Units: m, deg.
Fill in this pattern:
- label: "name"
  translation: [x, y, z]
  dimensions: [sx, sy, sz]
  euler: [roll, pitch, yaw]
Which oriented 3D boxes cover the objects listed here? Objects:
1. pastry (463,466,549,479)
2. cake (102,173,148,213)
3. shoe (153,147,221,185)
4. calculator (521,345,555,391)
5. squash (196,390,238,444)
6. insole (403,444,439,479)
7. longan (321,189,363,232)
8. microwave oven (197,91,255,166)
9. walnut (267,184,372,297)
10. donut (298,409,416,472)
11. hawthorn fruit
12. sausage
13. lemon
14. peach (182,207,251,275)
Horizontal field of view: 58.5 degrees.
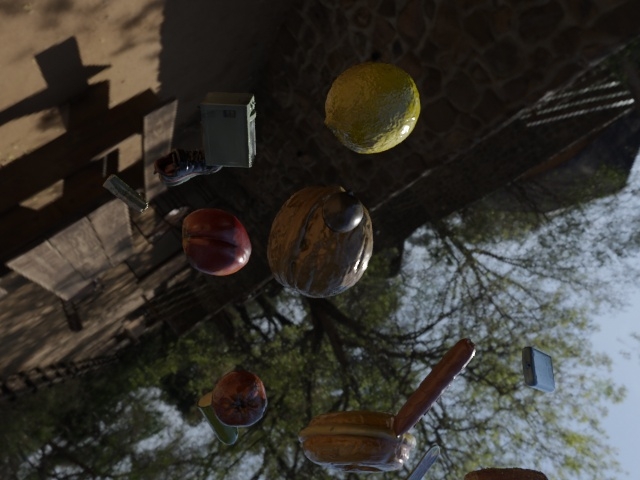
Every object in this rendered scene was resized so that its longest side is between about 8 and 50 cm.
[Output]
- label: "pastry"
  translation: [0.508, 0.646, 1.476]
  dimensions: [0.102, 0.265, 0.112]
  euler: [-89, -161, -47]
- label: "cake"
  translation: [-0.575, -0.137, 1.694]
  dimensions: [0.051, 0.140, 0.055]
  euler: [-51, -160, -6]
- label: "shoe"
  translation: [-0.485, -0.295, 2.095]
  dimensions: [0.291, 0.114, 0.137]
  euler: [-18, 162, 10]
- label: "calculator"
  translation: [0.661, 0.392, 1.734]
  dimensions: [0.039, 0.121, 0.210]
  euler: [-18, 152, 36]
- label: "squash"
  translation: [-0.337, 0.607, 1.933]
  dimensions: [0.095, 0.188, 0.095]
  euler: [-21, -164, 7]
- label: "insole"
  translation: [0.177, 0.487, 1.135]
  dimensions: [0.193, 0.065, 0.006]
  euler: [-48, -137, -11]
- label: "longan"
  translation: [0.056, -0.074, 1.421]
  dimensions: [0.113, 0.113, 0.092]
  euler: [-37, -156, -20]
- label: "microwave oven"
  translation: [-0.281, -0.346, 1.772]
  dimensions: [0.163, 0.204, 0.129]
  euler: [5, -148, 3]
- label: "walnut"
  translation: [0.000, 0.000, 1.638]
  dimensions: [0.333, 0.332, 0.333]
  euler: [-36, -179, 1]
- label: "donut"
  translation: [0.137, 0.766, 2.175]
  dimensions: [0.449, 0.449, 0.198]
  euler: [-35, -138, 49]
- label: "hawthorn fruit"
  translation: [-0.240, 0.465, 1.695]
  dimensions: [0.173, 0.173, 0.173]
  euler: [-36, -179, 1]
- label: "sausage"
  translation: [0.388, 0.513, 1.989]
  dimensions: [0.433, 0.088, 0.088]
  euler: [-52, -179, 2]
- label: "lemon"
  translation: [0.162, -0.405, 1.726]
  dimensions: [0.322, 0.268, 0.268]
  euler: [-29, 178, -21]
- label: "peach"
  translation: [-0.149, 0.002, 0.829]
  dimensions: [0.101, 0.100, 0.101]
  euler: [-36, -179, 1]
